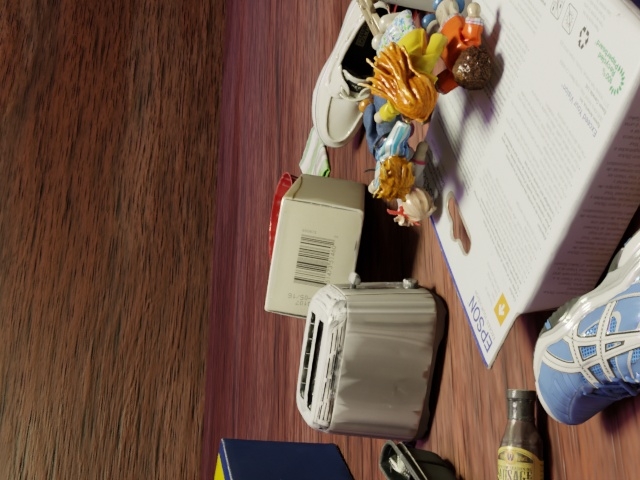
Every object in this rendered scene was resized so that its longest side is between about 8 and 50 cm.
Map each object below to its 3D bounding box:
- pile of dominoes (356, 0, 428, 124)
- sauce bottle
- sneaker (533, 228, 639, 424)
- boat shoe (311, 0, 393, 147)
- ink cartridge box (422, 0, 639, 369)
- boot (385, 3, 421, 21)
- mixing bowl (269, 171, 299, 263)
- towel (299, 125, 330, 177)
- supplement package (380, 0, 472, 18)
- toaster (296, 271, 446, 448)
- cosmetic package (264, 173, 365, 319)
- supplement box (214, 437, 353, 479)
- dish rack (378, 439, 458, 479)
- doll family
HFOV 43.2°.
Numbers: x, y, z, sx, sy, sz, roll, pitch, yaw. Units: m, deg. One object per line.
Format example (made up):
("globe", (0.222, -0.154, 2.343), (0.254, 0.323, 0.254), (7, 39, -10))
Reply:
("pile of dominoes", (0.088, -0.261, 0.999), (0.251, 0.040, 0.196), (61, -173, -12))
("sauce bottle", (0.179, 0.199, 0.726), (0.042, 0.042, 0.128), (144, 129, -70))
("sneaker", (0.216, 0.074, 0.569), (0.081, 0.080, 0.211), (-94, 17, -44))
("boat shoe", (0.057, -0.261, 1.290), (0.088, 0.096, 0.268), (-100, 30, -59))
("ink cartridge box", (0.194, -0.107, 0.753), (0.324, 0.071, 0.330), (-101, 19, -49))
("boot", (0.102, -0.395, 1.184), (0.244, 0.088, 0.176), (-164, 79, -71))
("mixing bowl", (-0.028, -0.029, 1.480), (0.181, 0.098, 0.182), (-173, 90, -76))
("towel", (-0.013, -0.147, 1.620), (0.152, 0.023, 0.113), (-101, 22, -48))
("supplement package", (0.140, -0.397, 0.939), (0.139, 0.133, 0.244), (119, 154, -55))
("toaster", (0.057, 0.154, 0.997), (0.129, 0.146, 0.227), (-141, 59, -73))
("cosmetic package", (0.000, 0.000, 1.183), (0.309, 0.113, 0.160), (-77, -3, -80))
("supplement box", (-0.074, 0.512, 1.242), (0.195, 0.194, 0.357), (-131, 48, -70))
("dish rack", (0.108, 0.376, 0.856), (0.208, 0.074, 0.272), (-132, 50, -71))
("doll family", (0.081, -0.126, 0.833), (0.163, 0.118, 0.263), (-100, 20, -48))
